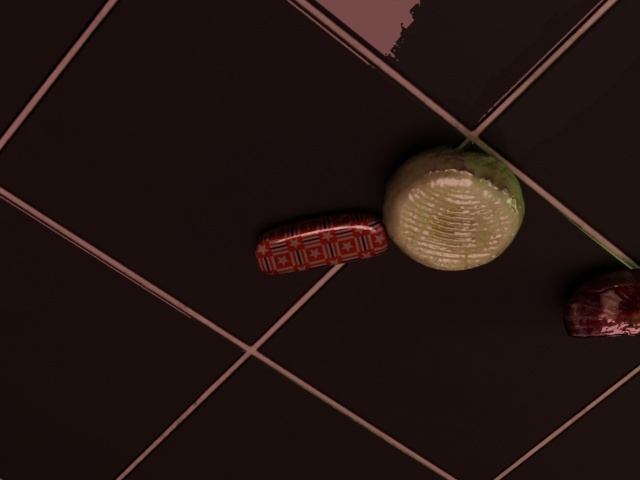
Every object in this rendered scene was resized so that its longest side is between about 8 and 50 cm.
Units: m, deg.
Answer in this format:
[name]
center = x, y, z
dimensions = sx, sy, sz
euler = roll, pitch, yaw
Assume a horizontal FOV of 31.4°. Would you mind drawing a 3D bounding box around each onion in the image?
[onion]
center = 0.460, 0.092, 1.703
dimensions = 0.206, 0.151, 0.098
euler = -4, 90, -10

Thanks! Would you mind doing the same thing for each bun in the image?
[bun]
center = 0.185, -0.053, 1.592
dimensions = 0.195, 0.118, 0.195
euler = 3, 126, 5

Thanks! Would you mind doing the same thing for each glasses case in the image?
[glasses case]
center = 0.000, 0.000, 1.664
dimensions = 0.194, 0.049, 0.073
euler = -10, 121, 6
